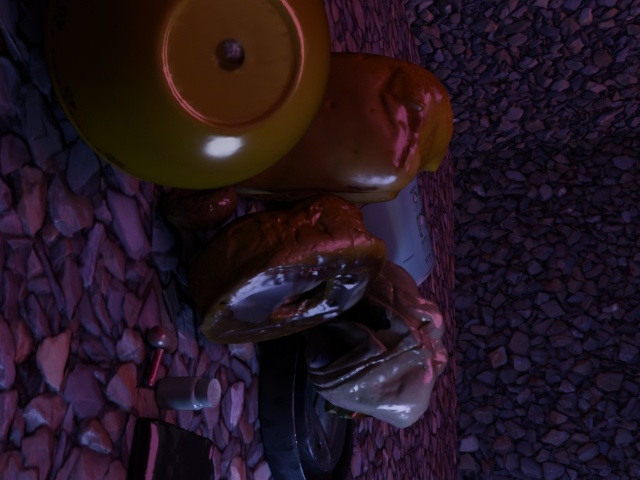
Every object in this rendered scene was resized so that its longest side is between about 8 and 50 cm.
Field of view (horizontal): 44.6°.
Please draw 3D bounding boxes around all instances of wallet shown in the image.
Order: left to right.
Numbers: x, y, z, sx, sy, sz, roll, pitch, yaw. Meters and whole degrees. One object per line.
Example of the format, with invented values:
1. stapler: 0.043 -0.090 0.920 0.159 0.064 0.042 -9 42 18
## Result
1. wallet: -0.207 0.386 1.030 0.146 0.030 0.286 35 51 -45

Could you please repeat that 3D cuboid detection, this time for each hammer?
1. hammer: -0.226 0.163 1.088 0.052 0.031 0.083 51 43 -52

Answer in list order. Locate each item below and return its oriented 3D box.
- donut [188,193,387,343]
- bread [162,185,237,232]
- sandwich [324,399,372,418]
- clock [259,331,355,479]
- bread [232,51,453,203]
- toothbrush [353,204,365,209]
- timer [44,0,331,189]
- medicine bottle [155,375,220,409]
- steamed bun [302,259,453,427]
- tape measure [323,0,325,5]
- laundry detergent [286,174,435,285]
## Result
1. donut: -0.054 0.042 1.239 0.160 0.329 0.330 68 14 19
2. bread: -0.180 -0.046 1.161 0.082 0.113 0.060 -76 161 -60
3. sandwich: 0.081 0.318 1.609 0.244 0.090 0.089 24 66 -66
4. clock: -0.018 0.330 1.577 0.386 0.076 0.387 -6 90 -71
5. bread: 0.025 -0.194 1.316 0.361 0.393 0.250 6 86 -82
6. toothbrush: 0.001 0.001 1.498 0.026 0.294 0.028 45 7 -15
7. timer: -0.173 -0.245 0.978 0.387 0.376 0.376 29 -41 57
8. medicine bottle: -0.186 0.215 1.101 0.047 0.083 0.047 -4 90 -71
9. steamed bun: 0.082 0.174 1.437 0.206 0.275 0.320 29 21 -36
10. tape measure: -0.115 -0.382 1.343 0.186 0.199 0.112 -1 61 -33
11. laundry detergent: 0.081 -0.066 1.667 0.287 0.287 0.305 -68 147 -55
